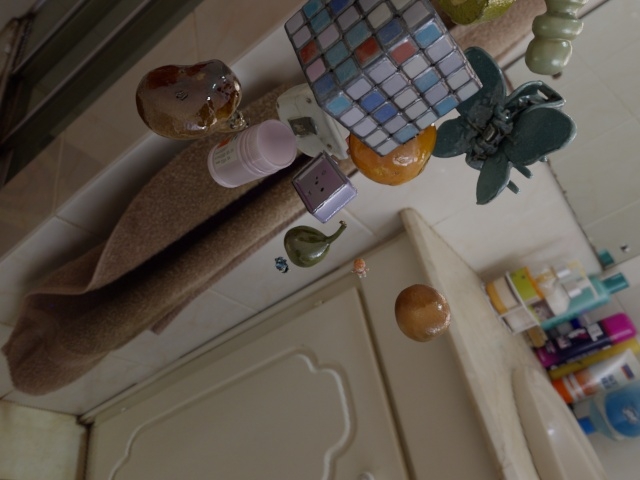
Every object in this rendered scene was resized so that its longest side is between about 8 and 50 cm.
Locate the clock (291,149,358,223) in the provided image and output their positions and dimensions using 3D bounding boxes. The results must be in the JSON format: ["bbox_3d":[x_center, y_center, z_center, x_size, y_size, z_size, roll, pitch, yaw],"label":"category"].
[{"bbox_3d":[0.009,-0.159,1.484,0.073,0.145,0.193,40,14,-41],"label":"clock"}]

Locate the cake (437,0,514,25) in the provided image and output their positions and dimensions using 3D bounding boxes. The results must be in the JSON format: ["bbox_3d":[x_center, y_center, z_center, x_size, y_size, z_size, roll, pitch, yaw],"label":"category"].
[{"bbox_3d":[0.429,-0.698,1.341,0.156,0.260,0.179,-18,50,-25],"label":"cake"}]

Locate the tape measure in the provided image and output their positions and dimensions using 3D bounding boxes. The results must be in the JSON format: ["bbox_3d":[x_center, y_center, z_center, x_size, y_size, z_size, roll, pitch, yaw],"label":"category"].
[{"bbox_3d":[-0.015,-0.397,1.714,0.130,0.265,0.258,-50,123,-32],"label":"tape measure"}]

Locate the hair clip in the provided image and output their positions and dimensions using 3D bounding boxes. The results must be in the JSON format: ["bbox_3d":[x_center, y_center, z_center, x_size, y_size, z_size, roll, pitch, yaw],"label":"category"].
[{"bbox_3d":[0.515,-0.288,1.403,0.239,0.318,0.392,-5,47,-40],"label":"hair clip"}]

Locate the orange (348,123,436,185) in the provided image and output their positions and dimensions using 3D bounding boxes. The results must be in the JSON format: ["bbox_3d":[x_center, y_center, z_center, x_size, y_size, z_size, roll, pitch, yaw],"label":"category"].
[{"bbox_3d":[0.200,-0.275,1.416,0.246,0.246,0.246,47,25,-29],"label":"orange"}]

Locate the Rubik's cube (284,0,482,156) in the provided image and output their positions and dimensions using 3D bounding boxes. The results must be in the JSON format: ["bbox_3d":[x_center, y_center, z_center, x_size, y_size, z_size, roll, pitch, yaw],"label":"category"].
[{"bbox_3d":[0.137,-0.415,1.143,0.293,0.292,0.286,22,41,-50],"label":"Rubik's cube"}]

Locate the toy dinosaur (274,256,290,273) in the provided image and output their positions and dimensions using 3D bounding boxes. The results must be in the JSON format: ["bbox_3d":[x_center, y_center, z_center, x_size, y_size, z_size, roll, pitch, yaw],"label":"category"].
[{"bbox_3d":[-0.125,0.083,1.652,0.083,0.031,0.047,43,28,-58],"label":"toy dinosaur"}]

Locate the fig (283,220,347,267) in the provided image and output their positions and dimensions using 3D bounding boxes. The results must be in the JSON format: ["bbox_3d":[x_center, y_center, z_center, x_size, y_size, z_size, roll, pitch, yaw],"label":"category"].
[{"bbox_3d":[0.000,0.000,1.729,0.151,0.260,0.151,42,38,-43],"label":"fig"}]

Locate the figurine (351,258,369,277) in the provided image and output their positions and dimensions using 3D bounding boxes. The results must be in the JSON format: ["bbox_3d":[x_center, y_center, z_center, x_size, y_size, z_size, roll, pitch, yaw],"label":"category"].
[{"bbox_3d":[0.139,0.100,1.795,0.109,0.064,0.047,70,10,-58],"label":"figurine"}]

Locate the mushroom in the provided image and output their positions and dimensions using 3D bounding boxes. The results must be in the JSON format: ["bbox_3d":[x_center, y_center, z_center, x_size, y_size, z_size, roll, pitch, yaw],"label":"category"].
[{"bbox_3d":[-0.408,-0.428,1.645,0.259,0.346,0.345,82,-1,-47],"label":"mushroom"}]

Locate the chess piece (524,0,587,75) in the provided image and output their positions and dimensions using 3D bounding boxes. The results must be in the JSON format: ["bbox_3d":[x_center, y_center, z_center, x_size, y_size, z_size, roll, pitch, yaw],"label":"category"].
[{"bbox_3d":[0.688,-0.644,1.459,0.182,0.183,0.330,-64,165,-65],"label":"chess piece"}]

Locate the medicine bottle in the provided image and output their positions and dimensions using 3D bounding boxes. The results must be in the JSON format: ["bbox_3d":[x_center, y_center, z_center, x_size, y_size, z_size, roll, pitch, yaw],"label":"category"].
[{"bbox_3d":[-0.185,-0.224,1.347,0.133,0.250,0.133,5,81,-39],"label":"medicine bottle"}]

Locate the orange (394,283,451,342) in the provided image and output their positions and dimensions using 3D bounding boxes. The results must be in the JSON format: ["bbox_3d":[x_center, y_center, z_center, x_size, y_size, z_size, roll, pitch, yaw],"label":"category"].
[{"bbox_3d":[0.352,0.250,1.772,0.206,0.206,0.206,47,25,-29],"label":"orange"}]
